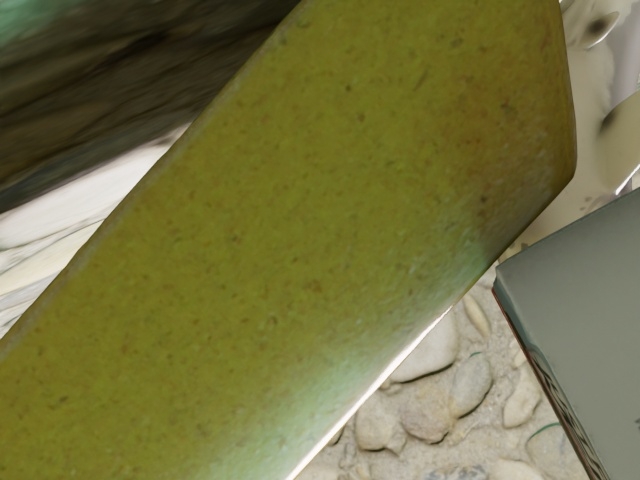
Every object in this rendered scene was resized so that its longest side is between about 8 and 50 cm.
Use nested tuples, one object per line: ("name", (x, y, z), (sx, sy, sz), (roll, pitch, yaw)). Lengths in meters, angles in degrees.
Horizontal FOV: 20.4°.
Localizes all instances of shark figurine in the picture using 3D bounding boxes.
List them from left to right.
("shark figurine", (0.136, -0.057, 0.767), (0.166, 0.116, 0.278), (13, -112, 38))

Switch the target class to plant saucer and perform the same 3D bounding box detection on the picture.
("plant saucer", (-0.026, 0.040, 0.590), (0.333, 0.081, 0.333), (-48, 176, 4))

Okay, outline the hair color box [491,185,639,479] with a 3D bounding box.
("hair color box", (0.251, 0.002, 0.464), (0.374, 0.185, 0.113), (-28, 175, 3))
